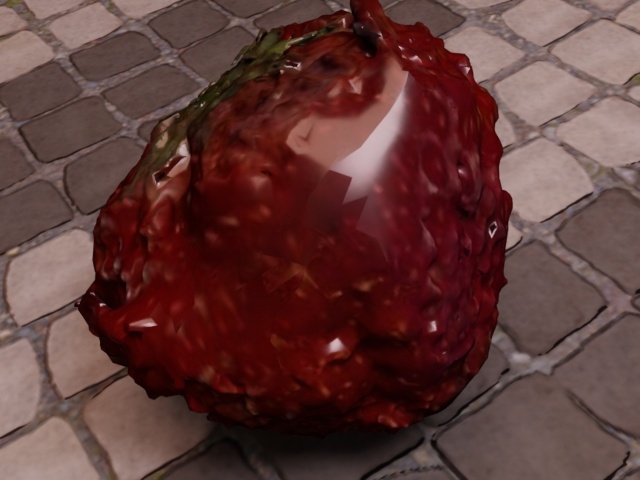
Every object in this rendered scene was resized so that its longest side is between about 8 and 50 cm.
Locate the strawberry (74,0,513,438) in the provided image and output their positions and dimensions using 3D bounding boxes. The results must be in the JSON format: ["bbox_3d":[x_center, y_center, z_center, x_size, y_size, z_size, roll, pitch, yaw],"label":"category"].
[{"bbox_3d":[0.000,0.000,0.522,0.274,0.220,0.274,-37,17,13],"label":"strawberry"}]
